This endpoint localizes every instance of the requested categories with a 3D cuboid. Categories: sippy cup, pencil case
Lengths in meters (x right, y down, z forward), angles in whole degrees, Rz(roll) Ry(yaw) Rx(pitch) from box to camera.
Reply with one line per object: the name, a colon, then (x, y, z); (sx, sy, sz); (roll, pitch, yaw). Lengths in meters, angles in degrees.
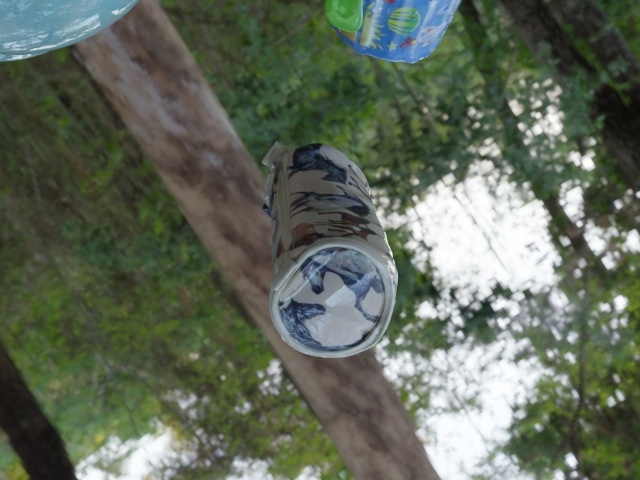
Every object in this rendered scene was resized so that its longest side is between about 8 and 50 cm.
sippy cup: (0.116, -0.389, 1.538); (0.305, 0.224, 0.240); (-7, -137, -26)
pencil case: (0.000, 0.000, 1.466); (0.160, 0.183, 0.410); (-60, -165, 19)

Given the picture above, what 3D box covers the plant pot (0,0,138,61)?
plant pot: (-0.229, -0.301, 0.895); (0.196, 0.293, 0.293); (6, -143, 42)
